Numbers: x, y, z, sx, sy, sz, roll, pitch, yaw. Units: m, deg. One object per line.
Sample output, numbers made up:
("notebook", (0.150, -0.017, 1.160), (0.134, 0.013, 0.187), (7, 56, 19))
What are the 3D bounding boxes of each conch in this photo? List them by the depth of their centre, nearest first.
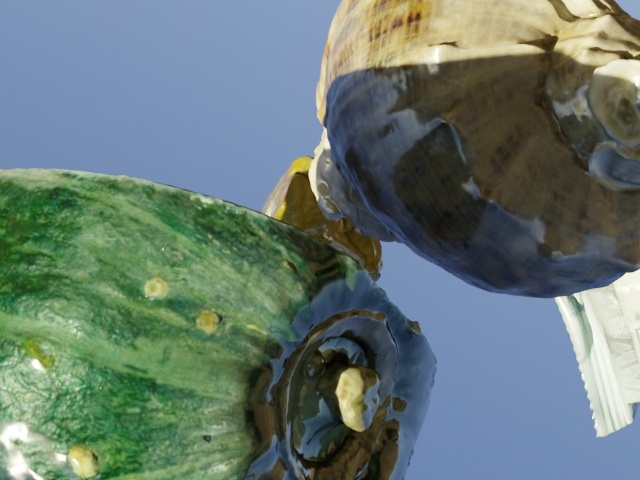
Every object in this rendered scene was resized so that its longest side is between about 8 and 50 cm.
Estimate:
("conch", (0.087, -0.059, 1.078), (0.210, 0.291, 0.159), (59, -143, -18))

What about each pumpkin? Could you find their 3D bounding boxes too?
("pumpkin", (-0.096, 0.108, 0.930), (0.263, 0.197, 0.293), (10, 158, 28))

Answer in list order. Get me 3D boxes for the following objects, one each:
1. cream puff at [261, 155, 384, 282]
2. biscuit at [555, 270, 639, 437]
("cream puff", (0.000, 0.000, 1.782), (0.116, 0.146, 0.146), (22, -155, -7))
("biscuit", (0.327, 0.032, 1.449), (0.309, 0.186, 0.079), (-15, -166, 25))
